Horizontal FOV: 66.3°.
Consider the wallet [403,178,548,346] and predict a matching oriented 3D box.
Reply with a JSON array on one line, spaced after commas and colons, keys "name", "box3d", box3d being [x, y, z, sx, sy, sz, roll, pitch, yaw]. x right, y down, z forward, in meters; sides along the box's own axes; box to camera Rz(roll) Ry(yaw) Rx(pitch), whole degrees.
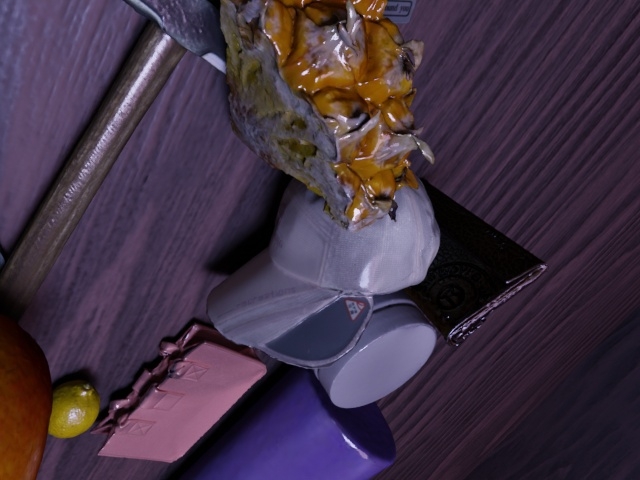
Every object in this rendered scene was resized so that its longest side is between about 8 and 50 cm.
[{"name": "wallet", "box3d": [0.139, 0.008, 0.599, 0.132, 0.243, 0.039, -36, 126, 0]}]

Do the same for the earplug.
[{"name": "earplug", "box3d": [-0.107, 0.405, 0.822, 0.456, 0.215, 0.215, -43, 140, 9]}]

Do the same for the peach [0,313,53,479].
[{"name": "peach", "box3d": [-0.361, 0.184, 0.345, 0.307, 0.289, 0.289, -3, 129, -29]}]

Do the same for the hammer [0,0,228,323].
[{"name": "hammer", "box3d": [-0.203, -0.058, 0.428, 0.111, 0.043, 0.365, 23, 110, -48]}]

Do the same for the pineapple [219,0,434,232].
[{"name": "pineapple", "box3d": [-0.007, -0.114, 0.410, 0.114, 0.186, 0.237, -32, 122, -25]}]

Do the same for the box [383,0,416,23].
[{"name": "box", "box3d": [0.015, -0.251, 0.421, 0.177, 0.036, 0.115, -12, 136, -28]}]

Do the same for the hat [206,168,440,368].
[{"name": "hat", "box3d": [-0.006, 0.006, 0.551, 0.274, 0.232, 0.161, -29, 110, 6]}]

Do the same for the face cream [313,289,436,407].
[{"name": "face cream", "box3d": [0.056, 0.129, 0.721, 0.177, 0.153, 0.177, -19, 136, -19]}]

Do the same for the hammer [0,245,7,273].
[{"name": "hammer", "box3d": [-0.347, -0.003, 0.398, 0.062, 0.017, 0.182, -44, 139, 6]}]

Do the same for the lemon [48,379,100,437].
[{"name": "lemon", "box3d": [-0.298, 0.201, 0.589, 0.062, 0.062, 0.083, 18, 116, -45]}]

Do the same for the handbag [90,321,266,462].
[{"name": "handbag", "box3d": [-0.193, 0.215, 0.685, 0.212, 0.059, 0.157, -46, 141, 6]}]
